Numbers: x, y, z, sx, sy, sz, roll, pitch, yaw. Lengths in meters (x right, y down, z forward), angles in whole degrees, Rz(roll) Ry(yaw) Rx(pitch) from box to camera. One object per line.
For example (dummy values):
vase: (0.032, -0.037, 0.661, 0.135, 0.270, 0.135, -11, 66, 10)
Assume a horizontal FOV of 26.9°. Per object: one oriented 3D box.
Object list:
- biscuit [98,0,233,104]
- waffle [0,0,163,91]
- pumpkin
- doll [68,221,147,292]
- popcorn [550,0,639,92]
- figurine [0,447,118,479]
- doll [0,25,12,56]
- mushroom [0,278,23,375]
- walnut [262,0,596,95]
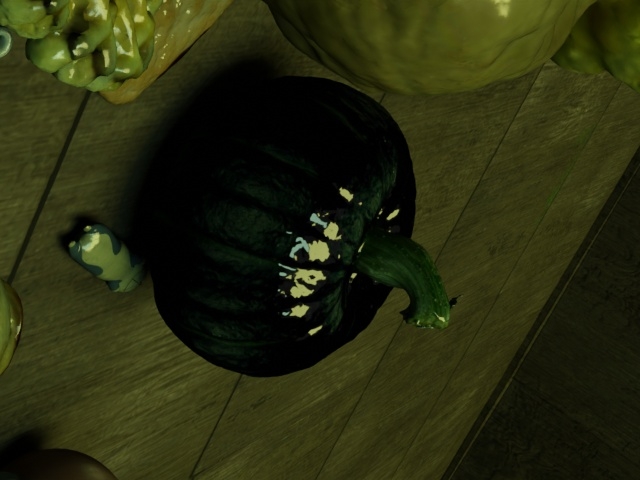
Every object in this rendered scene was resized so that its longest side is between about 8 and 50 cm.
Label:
biscuit: (-0.100, -0.149, 0.902, 0.147, 0.018, 0.071, -47, 158, -19)
waffle: (-0.116, -0.177, 0.660, 0.223, 0.054, 0.204, 37, 58, -79)
pumpkin: (0.000, 0.000, 1.052, 0.248, 0.248, 0.248, -47, 160, -23)
doll: (-0.161, 0.013, 1.012, 0.037, 0.027, 0.125, -47, 161, -3)
popcorn: (0.237, -0.306, 1.053, 0.334, 0.292, 0.293, -60, 157, -1)
figurine: (-0.271, 0.367, 1.015, 0.248, 0.277, 0.388, 21, 103, -53)
doll: (-0.191, -0.142, 0.607, 0.096, 0.070, 0.195, -52, 151, -11)
mushroom: (-0.246, 0.013, 0.718, 0.107, 0.087, 0.333, -50, 159, -14)
walnut: (0.069, -0.233, 0.802, 0.282, 0.253, 0.277, -53, 163, -4)
